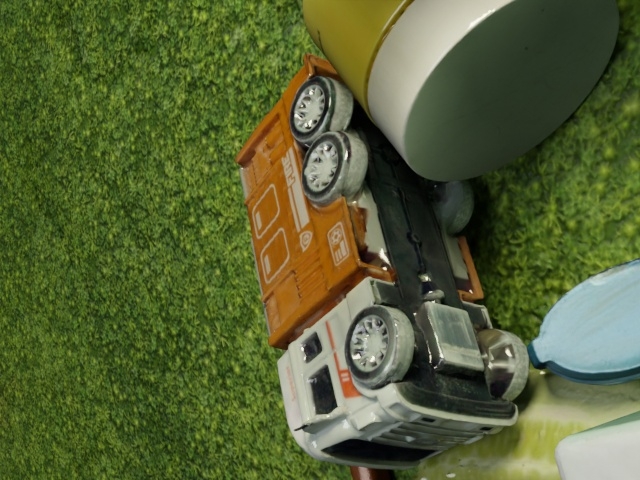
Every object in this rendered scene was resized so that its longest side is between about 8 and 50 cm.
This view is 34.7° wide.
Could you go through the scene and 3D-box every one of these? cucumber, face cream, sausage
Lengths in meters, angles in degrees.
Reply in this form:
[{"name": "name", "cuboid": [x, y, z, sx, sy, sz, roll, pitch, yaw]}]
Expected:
[{"name": "cucumber", "cuboid": [0.231, 0.187, 0.910, 0.325, 0.105, 0.145, -15, 51, 49]}, {"name": "face cream", "cuboid": [0.118, -0.190, 0.899, 0.179, 0.218, 0.218, 56, 133, 30]}, {"name": "sausage", "cuboid": [0.054, 0.250, 1.171, 0.039, 0.041, 0.131, -24, 76, 54]}]

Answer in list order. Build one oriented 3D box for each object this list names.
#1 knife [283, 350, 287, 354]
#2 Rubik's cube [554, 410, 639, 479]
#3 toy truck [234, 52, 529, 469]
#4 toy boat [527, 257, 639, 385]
[{"name": "knife", "cuboid": [-0.005, 0.001, 1.209, 0.089, 0.043, 0.365, 21, 110, 45]}, {"name": "Rubik's cube", "cuboid": [0.380, 0.204, 0.564, 0.322, 0.316, 0.318, -28, 73, 47]}, {"name": "toy truck", "cuboid": [0.037, 0.029, 0.985, 0.207, 0.173, 0.387, -42, 46, 37]}, {"name": "toy boat", "cuboid": [0.268, 0.066, 0.844, 0.215, 0.102, 0.088, -27, 72, 32]}]
